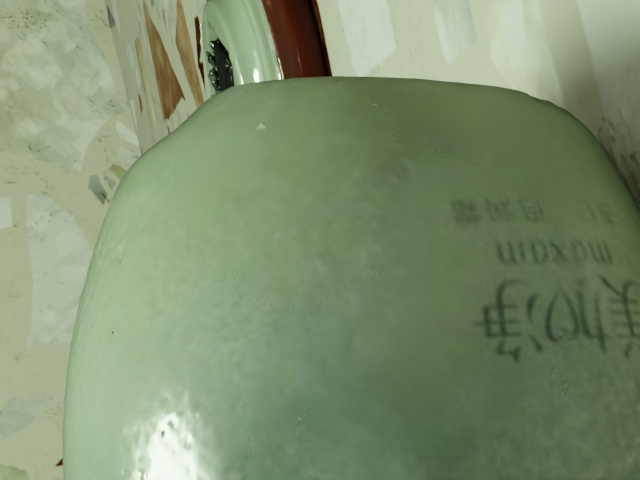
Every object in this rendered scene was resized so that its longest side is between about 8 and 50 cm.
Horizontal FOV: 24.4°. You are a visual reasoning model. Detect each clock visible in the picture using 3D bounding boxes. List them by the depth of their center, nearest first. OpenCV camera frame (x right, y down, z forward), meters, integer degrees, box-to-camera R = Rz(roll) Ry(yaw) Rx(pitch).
[{"bbox_3d":[-0.067,-0.162,1.483,0.318,0.080,0.318,169,90,-77],"label":"clock"}]

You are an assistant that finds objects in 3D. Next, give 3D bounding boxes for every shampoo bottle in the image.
[{"bbox_3d":[0.030,0.082,0.757,0.322,0.322,0.317,127,138,-73],"label":"shampoo bottle"}]
